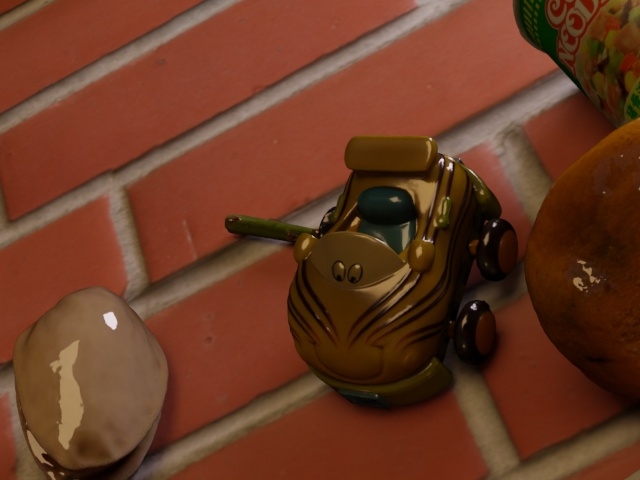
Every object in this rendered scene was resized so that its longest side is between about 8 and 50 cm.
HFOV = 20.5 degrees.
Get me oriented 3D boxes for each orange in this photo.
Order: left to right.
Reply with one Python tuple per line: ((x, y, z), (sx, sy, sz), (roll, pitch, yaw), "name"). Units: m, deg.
((0.285, 0.001, 1.459), (0.249, 0.249, 0.183), (-29, 26, 5), "orange")

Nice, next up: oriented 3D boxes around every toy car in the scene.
((0.060, 0.020, 1.617), (0.200, 0.142, 0.248), (1, 64, 32), "toy car")

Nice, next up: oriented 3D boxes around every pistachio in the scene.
((-0.226, 0.141, 1.715), (0.152, 0.126, 0.223), (9, 48, -7), "pistachio")

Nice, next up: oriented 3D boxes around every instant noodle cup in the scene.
((0.320, -0.183, 1.640), (0.207, 0.207, 0.232), (-31, 49, 4), "instant noodle cup")

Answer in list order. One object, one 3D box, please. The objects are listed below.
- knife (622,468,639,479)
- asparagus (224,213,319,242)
((0.381, 0.161, 1.382), (0.336, 0.043, 0.081), (-11, 41, 26), "knife")
((0.000, 0.000, 1.779), (0.248, 0.024, 0.025), (12, 93, 38), "asparagus")
